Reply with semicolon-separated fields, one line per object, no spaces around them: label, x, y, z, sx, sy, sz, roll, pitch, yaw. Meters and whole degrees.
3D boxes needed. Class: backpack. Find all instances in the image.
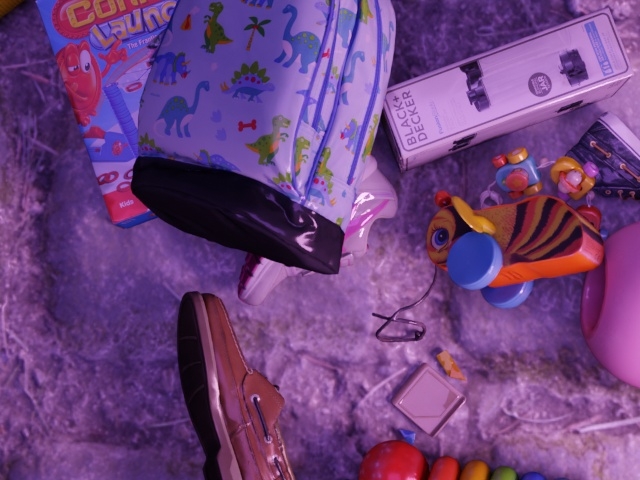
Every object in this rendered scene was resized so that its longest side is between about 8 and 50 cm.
backpack;-0.056;-0.182;1.511;0.290;0.273;0.355;20;73;33

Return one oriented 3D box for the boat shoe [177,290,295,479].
boat shoe;-0.102;0.209;1.650;0.104;0.111;0.307;-9;83;-22

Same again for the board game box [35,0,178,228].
board game box;-0.163;-0.208;1.678;0.308;0.086;0.302;-20;86;2

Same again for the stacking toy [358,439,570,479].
stacking toy;0.206;0.326;1.613;0.330;0.141;0.141;15;88;12

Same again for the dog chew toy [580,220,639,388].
dog chew toy;0.484;0.087;1.571;0.332;0.206;0.206;9;87;-4

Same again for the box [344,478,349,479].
box;0.065;0.425;1.639;0.100;0.060;0.244;-37;85;1

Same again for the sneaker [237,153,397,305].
sneaker;0.000;0.000;1.647;0.111;0.103;0.252;42;105;-17

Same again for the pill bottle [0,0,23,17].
pill bottle;-0.420;-0.349;1.687;0.215;0.117;0.117;-36;85;1

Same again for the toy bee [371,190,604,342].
toy bee;0.188;-0.003;1.609;0.298;0.195;0.162;-12;61;14

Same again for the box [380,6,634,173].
box;0.217;-0.177;1.611;0.290;0.169;0.087;-20;86;3

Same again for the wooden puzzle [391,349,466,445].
wooden puzzle;0.137;0.200;1.672;0.116;0.014;0.078;-42;81;0

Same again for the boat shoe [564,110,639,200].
boat shoe;0.392;-0.069;1.650;0.083;0.065;0.183;-45;82;8

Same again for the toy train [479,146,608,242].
toy train;0.280;-0.046;1.636;0.166;0.046;0.125;17;121;9
